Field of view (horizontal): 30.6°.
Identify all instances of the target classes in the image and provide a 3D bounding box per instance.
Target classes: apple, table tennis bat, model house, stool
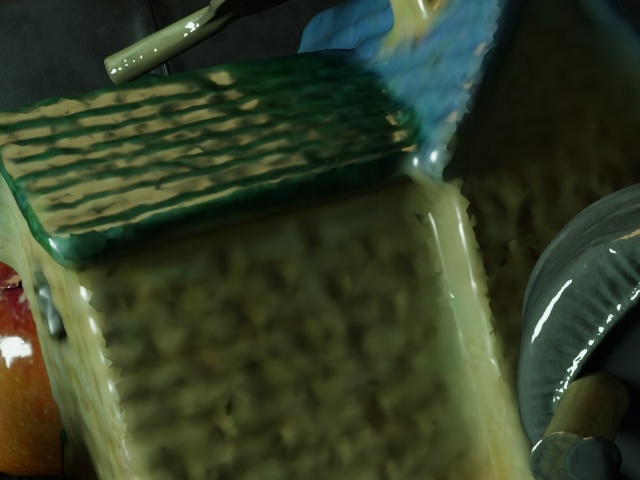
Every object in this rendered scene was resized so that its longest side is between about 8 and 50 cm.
[{"bbox_3d":[-0.239,0.113,1.107,0.271,0.207,0.251,-9,-4,36],"label":"apple"},{"bbox_3d":[-0.035,-0.158,0.737,0.234,0.022,0.131,-25,2,17],"label":"table tennis bat"},{"bbox_3d":[0.000,0.000,0.740,0.382,0.343,0.334,-18,6,-24],"label":"model house"},{"bbox_3d":[0.158,0.039,0.510,0.153,0.228,0.139,-8,15,16],"label":"stool"}]
